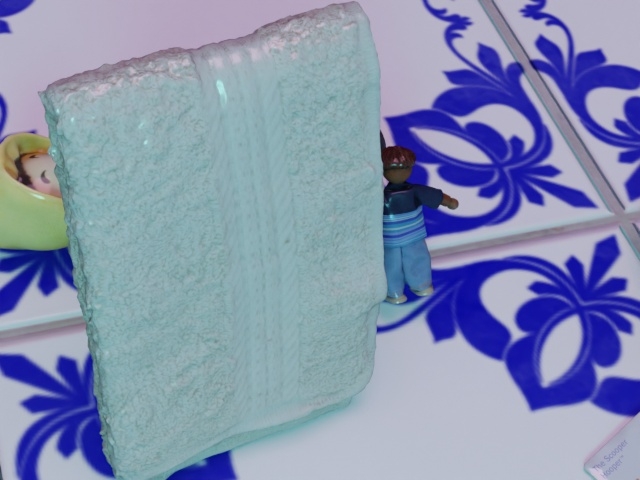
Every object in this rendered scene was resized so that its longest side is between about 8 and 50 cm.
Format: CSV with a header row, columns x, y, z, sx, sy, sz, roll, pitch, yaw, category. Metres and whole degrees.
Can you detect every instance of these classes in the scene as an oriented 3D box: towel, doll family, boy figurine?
x,y,z,sx,sy,sz,roll,pitch,yaw,category
-0.052,0.013,0.708,0.187,0.282,0.049,-19,38,-22,towel
0.000,0.000,0.820,0.193,0.111,0.076,-20,24,-26,doll family
-0.105,-0.056,0.883,0.285,0.092,0.177,-9,54,-19,boy figurine

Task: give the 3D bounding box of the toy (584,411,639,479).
x,y,z,sx,sy,sz,roll,pitch,yaw,category
0.304,0.169,0.764,0.137,0.056,0.237,-33,60,-32,toy
